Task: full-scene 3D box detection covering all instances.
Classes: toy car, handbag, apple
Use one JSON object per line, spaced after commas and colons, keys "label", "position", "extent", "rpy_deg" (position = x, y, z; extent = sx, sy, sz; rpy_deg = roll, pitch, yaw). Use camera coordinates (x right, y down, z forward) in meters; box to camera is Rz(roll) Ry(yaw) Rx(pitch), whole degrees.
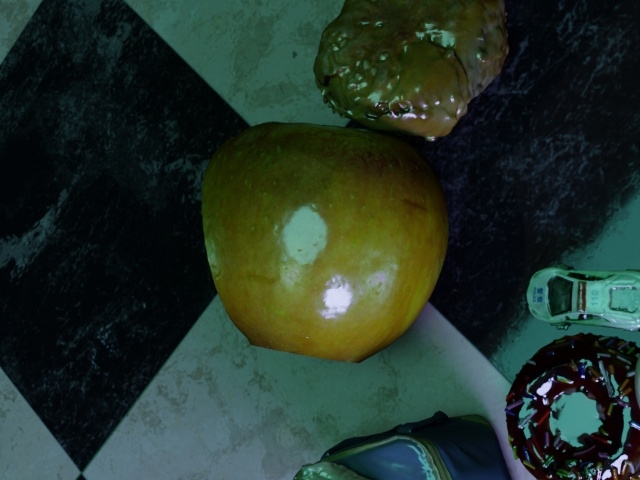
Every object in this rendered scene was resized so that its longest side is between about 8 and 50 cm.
{"label": "toy car", "position": [0.372, 0.082, 1.716], "extent": [0.186, 0.058, 0.093], "rpy_deg": [3, 89, 29]}
{"label": "handbag", "position": [0.122, 0.364, 1.728], "extent": [0.263, 0.241, 0.222], "rpy_deg": [-22, 77, 27]}
{"label": "apple", "position": [0.000, 0.000, 1.799], "extent": [0.384, 0.374, 0.374], "rpy_deg": [14, 93, 59]}

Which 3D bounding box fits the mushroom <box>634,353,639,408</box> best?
{"label": "mushroom", "position": [0.544, 0.175, 1.500], "extent": [0.315, 0.356, 0.315], "rpy_deg": [9, 116, 19]}

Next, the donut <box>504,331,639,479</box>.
{"label": "donut", "position": [0.356, 0.239, 1.695], "extent": [0.235, 0.089, 0.235], "rpy_deg": [-3, 84, 31]}

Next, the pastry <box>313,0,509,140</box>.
{"label": "pastry", "position": [0.140, -0.280, 1.807], "extent": [0.255, 0.162, 0.311], "rpy_deg": [32, 77, 23]}

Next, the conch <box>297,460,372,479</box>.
{"label": "conch", "position": [0.004, 0.428, 1.564], "extent": [0.210, 0.159, 0.291], "rpy_deg": [-13, 79, 31]}
